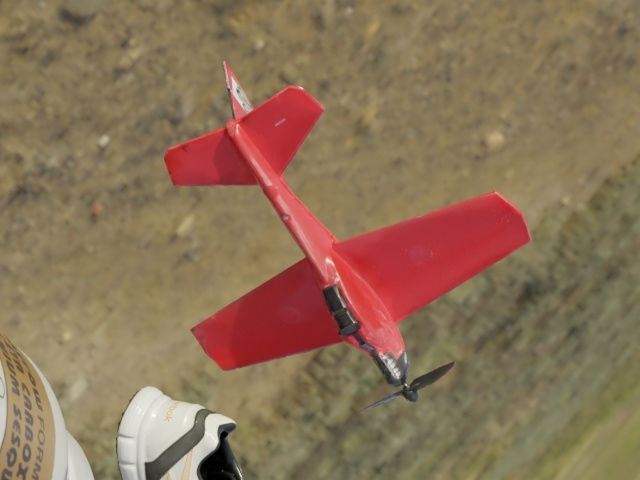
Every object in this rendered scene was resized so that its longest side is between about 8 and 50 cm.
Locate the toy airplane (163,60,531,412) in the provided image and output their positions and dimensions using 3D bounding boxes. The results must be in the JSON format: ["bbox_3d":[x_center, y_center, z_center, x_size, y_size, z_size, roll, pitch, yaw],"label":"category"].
[{"bbox_3d":[0.000,0.000,0.616,0.151,0.151,0.028,-60,177,29],"label":"toy airplane"}]

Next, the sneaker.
[{"bbox_3d":[-0.051,0.109,0.638,0.040,0.044,0.109,-55,147,-51],"label":"sneaker"}]

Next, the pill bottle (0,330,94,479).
[{"bbox_3d":[-0.173,0.082,0.639,0.131,0.131,0.229,-48,155,-9],"label":"pill bottle"}]
